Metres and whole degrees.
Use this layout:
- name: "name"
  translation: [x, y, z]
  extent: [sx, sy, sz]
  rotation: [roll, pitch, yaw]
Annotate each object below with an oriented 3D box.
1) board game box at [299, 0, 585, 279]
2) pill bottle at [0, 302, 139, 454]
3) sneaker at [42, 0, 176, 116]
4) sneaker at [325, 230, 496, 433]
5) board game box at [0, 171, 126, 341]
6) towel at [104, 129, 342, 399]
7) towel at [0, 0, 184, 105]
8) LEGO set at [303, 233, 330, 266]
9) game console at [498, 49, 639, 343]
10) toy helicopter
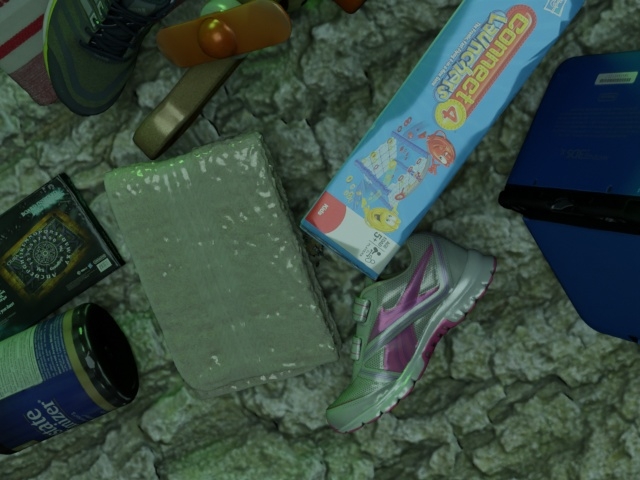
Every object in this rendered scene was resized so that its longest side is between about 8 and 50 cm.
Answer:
- name: "board game box"
  translation: [0.121, -0.127, 1.292]
  extent: [0.086, 0.302, 0.308]
  rotation: [37, 101, 1]
- name: "pill bottle"
  translation: [-0.324, 0.163, 1.481]
  extent: [0.219, 0.123, 0.123]
  rotation: [-24, 94, 10]
- name: "sneaker"
  translation: [-0.202, -0.246, 1.342]
  extent: [0.111, 0.121, 0.300]
  rotation: [9, 124, -25]
- name: "sneaker"
  translation: [0.077, 0.093, 1.436]
  extent: [0.111, 0.103, 0.252]
  rotation: [37, 92, 3]
- name: "board game box"
  translation: [-0.331, 0.025, 1.511]
  extent: [0.186, 0.026, 0.126]
  rotation: [-32, 92, 11]
- name: "towel"
  translation: [-0.101, 0.030, 1.449]
  extent: [0.187, 0.049, 0.282]
  rotation: [-15, 107, 13]
- name: "towel"
  translation: [-0.302, -0.308, 1.363]
  extent: [0.237, 0.037, 0.329]
  rotation: [-35, 131, 9]
- name: "LEGO set"
  translation: [0.001, 0.002, 1.471]
  extent: [0.083, 0.023, 0.054]
  rotation: [10, 101, -7]
- name: "game console"
  translation: [0.318, -0.038, 1.300]
  extent: [0.173, 0.293, 0.250]
  rotation: [25, 87, -20]
- name: "toy helicopter"
  translation: [-0.086, -0.201, 1.356]
  extent: [0.140, 0.235, 0.355]
  rotation: [42, 120, -4]
